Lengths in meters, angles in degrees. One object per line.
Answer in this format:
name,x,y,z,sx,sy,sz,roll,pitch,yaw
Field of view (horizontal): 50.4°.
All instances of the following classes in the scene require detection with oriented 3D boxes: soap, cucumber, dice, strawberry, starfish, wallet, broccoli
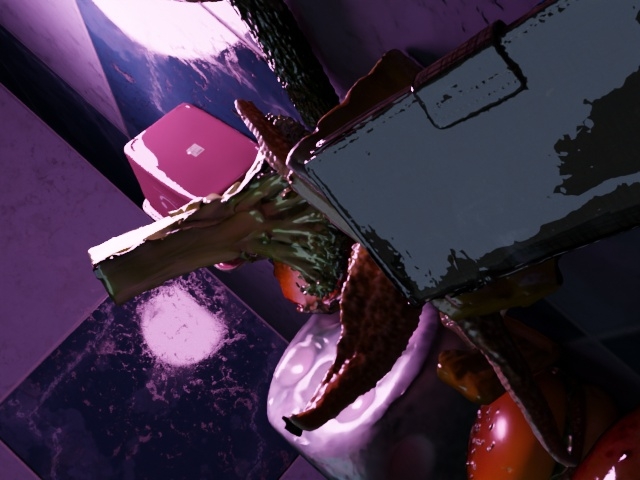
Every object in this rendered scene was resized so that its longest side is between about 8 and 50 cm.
soap,0.113,-0.038,0.634,0.257,0.160,0.080,41,166,6
cucumber,-0.041,-0.213,0.747,0.058,0.058,0.187,24,156,49
dice,0.133,0.280,1.128,0.348,0.330,0.328,52,163,-26
strawberry,0.000,0.000,1.129,0.190,0.111,0.237,-7,102,52
starfish,0.087,0.041,0.723,0.398,0.384,0.132,25,135,-28
wallet,0.140,-0.062,0.460,0.317,0.044,0.169,-28,107,43
broccoli,-0.122,-0.002,0.935,0.252,0.361,0.221,39,-158,-55

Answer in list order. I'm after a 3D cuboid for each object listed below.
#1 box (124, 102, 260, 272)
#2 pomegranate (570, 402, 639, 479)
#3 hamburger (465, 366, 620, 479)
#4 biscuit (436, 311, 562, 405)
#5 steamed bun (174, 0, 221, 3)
box,-0.199,-0.105,1.206,0.294,0.193,0.168,33,154,32
pomegranate,0.373,0.274,0.564,0.323,0.291,0.291,23,155,47
hamburger,0.281,0.282,0.906,0.169,0.246,0.246,16,161,6
biscuit,0.205,0.139,0.899,0.174,0.183,0.039,29,125,38
steamed bun,-0.144,-0.315,0.652,0.175,0.106,0.145,21,152,22
